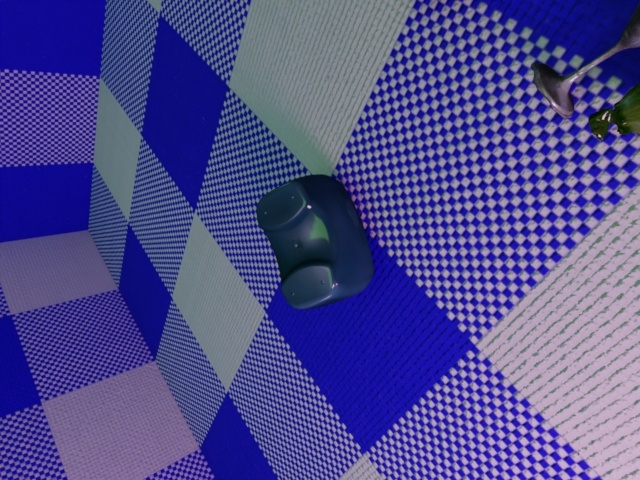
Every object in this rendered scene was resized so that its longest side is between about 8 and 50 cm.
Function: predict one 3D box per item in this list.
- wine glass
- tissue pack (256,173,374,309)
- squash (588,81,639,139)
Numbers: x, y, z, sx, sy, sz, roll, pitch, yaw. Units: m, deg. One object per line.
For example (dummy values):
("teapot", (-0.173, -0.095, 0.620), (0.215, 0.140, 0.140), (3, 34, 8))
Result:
("wine glass", (0.387, -0.253, 0.567), (0.183, 0.122, 0.122), (-33, 76, 51))
("tissue pack", (0.000, 0.000, 0.988), (0.198, 0.206, 0.287), (-27, 81, 38))
("squash", (0.503, -0.189, 0.464), (0.379, 0.101, 0.101), (-17, 88, 44))
